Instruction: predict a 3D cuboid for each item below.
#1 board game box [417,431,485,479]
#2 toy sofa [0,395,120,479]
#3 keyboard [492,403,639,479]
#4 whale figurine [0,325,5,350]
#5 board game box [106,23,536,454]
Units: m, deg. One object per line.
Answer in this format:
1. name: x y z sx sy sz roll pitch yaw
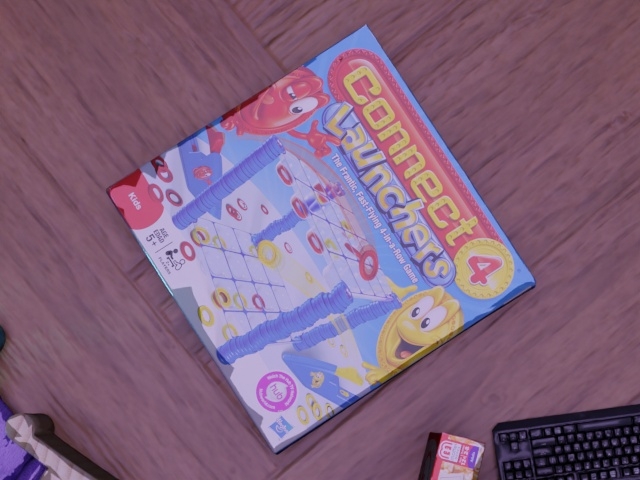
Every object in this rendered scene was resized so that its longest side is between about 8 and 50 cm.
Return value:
1. board game box: 0.106 0.279 1.629 0.045 0.147 0.193 15 83 1
2. toy sofa: -0.359 0.321 1.619 0.177 0.150 0.362 36 85 2
3. keyboard: 0.265 0.222 1.699 0.180 0.023 0.108 -8 84 0
4. whale figurine: -0.415 0.047 1.626 0.272 0.216 0.141 29 125 -15
5. board game box: 0.000 0.000 1.688 0.302 0.086 0.308 -33 85 -3
